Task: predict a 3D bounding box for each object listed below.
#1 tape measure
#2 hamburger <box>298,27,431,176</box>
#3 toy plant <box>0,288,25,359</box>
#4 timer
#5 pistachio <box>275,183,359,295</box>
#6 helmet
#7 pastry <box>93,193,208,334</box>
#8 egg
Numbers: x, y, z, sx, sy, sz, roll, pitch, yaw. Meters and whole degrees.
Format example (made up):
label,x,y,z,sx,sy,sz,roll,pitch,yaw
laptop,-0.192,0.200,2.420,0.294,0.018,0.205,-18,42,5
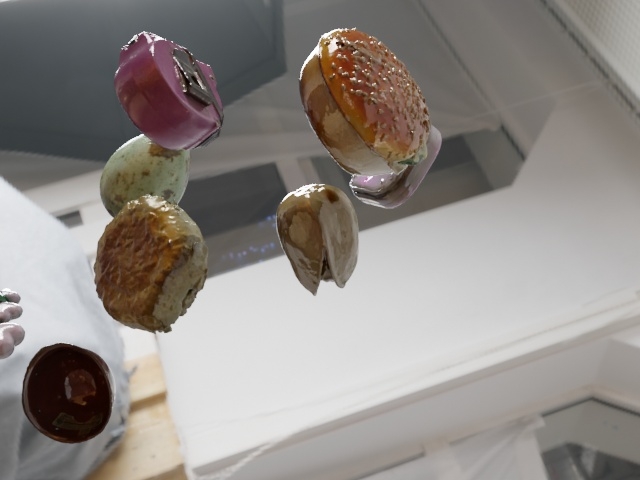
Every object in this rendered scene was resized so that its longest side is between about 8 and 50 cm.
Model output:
label,x,y,z,sx,sy,sz,roll,pitch,yaw
tape measure,-0.156,-0.158,0.890,0.118,0.074,0.125,25,36,-54
hamburger,0.064,-0.197,1.213,0.237,0.147,0.236,51,25,-35
toy plant,-0.563,0.136,1.262,0.243,0.233,0.112,-129,-144,-57
timer,0.149,-0.159,1.732,0.069,0.190,0.208,35,-7,-23
pistachio,0.000,0.000,1.377,0.131,0.130,0.206,-94,172,-54
helmet,-0.409,0.238,1.423,0.106,0.155,0.175,-72,151,-75
pastry,-0.320,0.045,1.600,0.236,0.257,0.121,29,7,38
egg,-0.362,-0.134,1.780,0.169,0.231,0.169,37,15,-11
